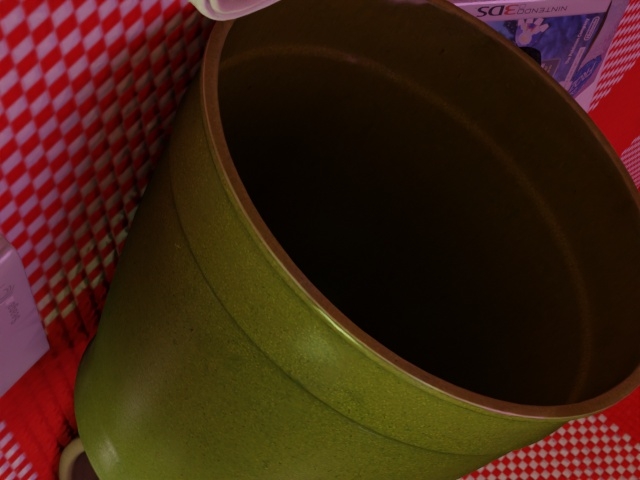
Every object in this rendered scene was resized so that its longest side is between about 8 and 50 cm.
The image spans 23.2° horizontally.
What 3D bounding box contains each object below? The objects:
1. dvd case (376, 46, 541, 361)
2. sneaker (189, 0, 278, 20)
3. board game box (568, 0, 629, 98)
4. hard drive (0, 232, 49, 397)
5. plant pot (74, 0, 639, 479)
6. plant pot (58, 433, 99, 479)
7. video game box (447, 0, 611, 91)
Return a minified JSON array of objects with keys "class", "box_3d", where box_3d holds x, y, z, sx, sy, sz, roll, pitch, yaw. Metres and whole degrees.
[{"class":"dvd case","box_3d":[0.097,-0.027,1.272,0.022,0.180,0.253,8,84,-47]},{"class":"sneaker","box_3d":[-0.002,-0.216,0.747,0.292,0.169,0.108,-46,163,-25]},{"class":"board game box","box_3d":[0.225,-0.221,1.580,0.319,0.066,0.318,-40,158,-37]},{"class":"hard drive","box_3d":[-0.295,0.135,0.945,0.307,0.040,0.203,-46,168,-18]},{"class":"plant pot","box_3d":[-0.005,0.055,1.134,0.366,0.366,0.353,-34,169,-50]},{"class":"plant pot","box_3d":[-0.069,0.193,1.410,0.229,0.263,0.263,-53,169,-37]},{"class":"video game box","box_3d":[0.143,-0.155,1.391,0.187,0.048,0.205,-6,141,-22]}]
